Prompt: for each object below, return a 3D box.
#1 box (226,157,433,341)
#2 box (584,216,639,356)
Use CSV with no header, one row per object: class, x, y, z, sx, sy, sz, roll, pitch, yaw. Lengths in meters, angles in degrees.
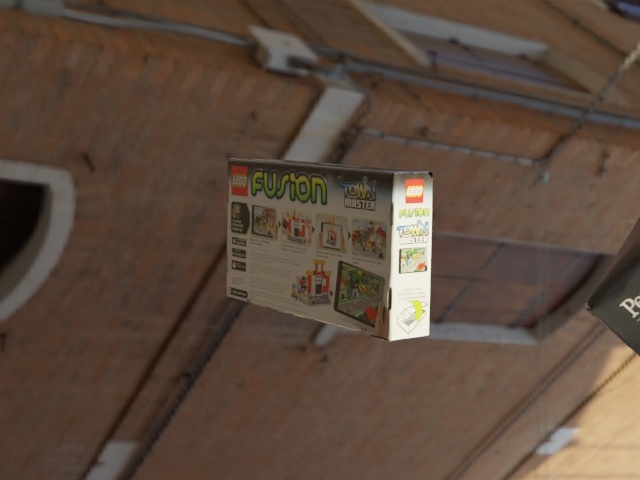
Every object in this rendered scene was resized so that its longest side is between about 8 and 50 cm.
box,0.000,0.000,0.862,0.207,0.036,0.114,11,-79,53
box,0.398,0.005,0.703,0.312,0.179,0.343,42,-58,8
